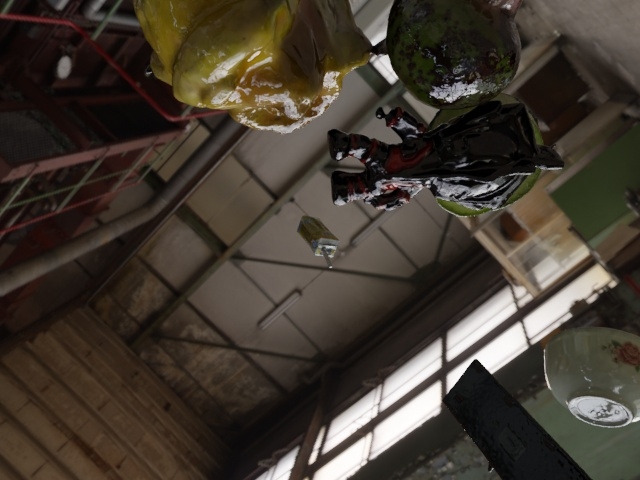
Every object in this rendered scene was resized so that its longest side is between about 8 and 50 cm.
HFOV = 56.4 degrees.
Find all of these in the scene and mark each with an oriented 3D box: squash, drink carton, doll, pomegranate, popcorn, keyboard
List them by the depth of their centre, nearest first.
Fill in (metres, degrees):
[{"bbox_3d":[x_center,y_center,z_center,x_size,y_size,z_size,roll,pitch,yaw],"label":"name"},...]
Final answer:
[{"bbox_3d":[0.142,-0.205,0.576,0.138,0.163,0.125,56,-170,15],"label":"pomegranate"},{"bbox_3d":[0.133,-0.090,0.641,0.127,0.249,0.088,81,-176,-67],"label":"doll"},{"bbox_3d":[-0.095,-0.256,0.703,0.316,0.281,0.297,53,-146,-36],"label":"popcorn"},{"bbox_3d":[0.276,0.293,0.844,0.027,0.106,0.317,28,-168,-26],"label":"keyboard"},{"bbox_3d":[0.289,-0.142,1.029,0.220,0.220,0.133,41,-162,-18],"label":"squash"},{"bbox_3d":[0.000,0.000,1.763,0.084,0.074,0.200,9,-156,-32],"label":"drink carton"}]

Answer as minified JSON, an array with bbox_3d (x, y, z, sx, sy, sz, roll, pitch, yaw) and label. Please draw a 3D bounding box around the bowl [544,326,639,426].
[{"bbox_3d":[0.655,0.336,1.383,0.277,0.277,0.145,41,-130,-18],"label":"bowl"}]
